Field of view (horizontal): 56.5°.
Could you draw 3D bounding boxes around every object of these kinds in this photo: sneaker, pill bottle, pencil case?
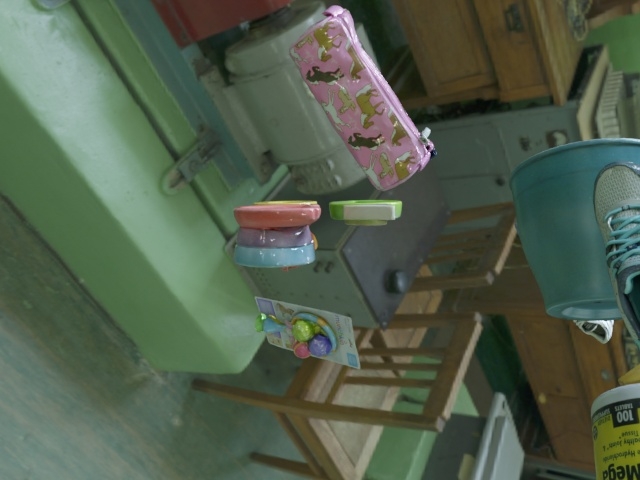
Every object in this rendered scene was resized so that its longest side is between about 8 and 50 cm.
[{"bbox_3d":[0.806,0.219,1.848,0.235,0.090,0.095,37,44,5],"label":"sneaker"},{"bbox_3d":[0.492,0.387,0.832,0.188,0.188,0.334,49,40,-39],"label":"pill bottle"},{"bbox_3d":[0.391,0.023,0.699,0.122,0.110,0.283,16,56,-45],"label":"sneaker"},{"bbox_3d":[0.089,-0.298,1.275,0.386,0.167,0.160,55,11,-5],"label":"pencil case"}]

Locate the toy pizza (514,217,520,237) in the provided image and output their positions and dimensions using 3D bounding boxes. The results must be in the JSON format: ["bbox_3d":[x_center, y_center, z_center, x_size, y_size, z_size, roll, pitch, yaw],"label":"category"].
[{"bbox_3d":[0.484,0.026,1.256,0.032,0.201,0.201,-37,129,5],"label":"toy pizza"}]

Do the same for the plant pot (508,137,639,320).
[{"bbox_3d":[0.473,0.000,1.028,0.272,0.272,0.255,26,61,-49],"label":"plant pot"}]

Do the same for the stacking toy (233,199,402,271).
[{"bbox_3d":[0.000,0.000,1.030,0.309,0.279,0.130,-39,129,-80],"label":"stacking toy"}]

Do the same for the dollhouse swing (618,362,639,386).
[{"bbox_3d":[0.838,0.299,1.168,0.305,0.347,0.315,-36,89,-35],"label":"dollhouse swing"}]

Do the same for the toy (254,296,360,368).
[{"bbox_3d":[-0.040,0.202,1.238,0.056,0.237,0.137,-44,133,-41],"label":"toy"}]
